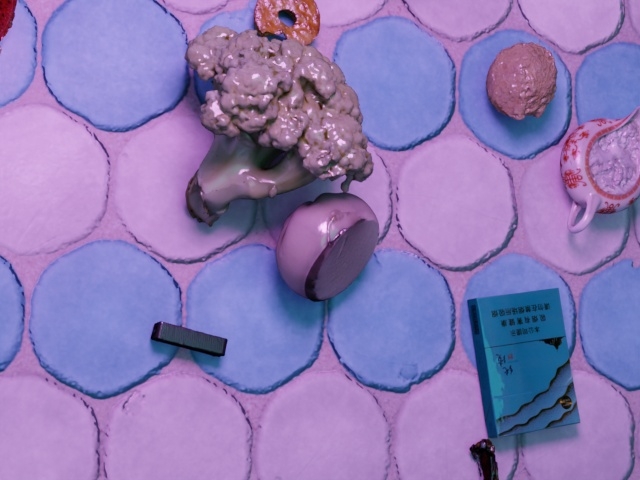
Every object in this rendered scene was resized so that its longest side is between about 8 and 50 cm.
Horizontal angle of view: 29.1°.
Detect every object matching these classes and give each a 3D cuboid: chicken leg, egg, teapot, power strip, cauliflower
[{"bbox_3d":[0.304,0.435,1.959,0.106,0.051,0.253,-35,95,-29],"label":"chicken leg"},{"bbox_3d":[0.333,-0.263,2.037,0.118,0.116,0.140,35,68,16],"label":"egg"},{"bbox_3d":[0.472,-0.114,2.076,0.159,0.116,0.246,32,69,-28],"label":"teapot"},{"bbox_3d":[-0.192,0.144,1.806,0.111,0.038,0.029,17,75,-20],"label":"power strip"},{"bbox_3d":[-0.076,-0.168,1.779,0.327,0.260,0.281,31,66,14],"label":"cauliflower"}]

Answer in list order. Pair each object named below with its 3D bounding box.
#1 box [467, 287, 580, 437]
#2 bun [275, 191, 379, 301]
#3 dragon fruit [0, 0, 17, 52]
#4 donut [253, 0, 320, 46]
[{"bbox_3d":[0.332,0.198,2.008,0.160,0.042,0.226,-5,84,-22],"label":"box"},{"bbox_3d":[0.000,0.000,1.850,0.120,0.173,0.173,38,66,25],"label":"bun"},{"bbox_3d":[-0.508,-0.297,1.726,0.162,0.083,0.106,-22,110,-41],"label":"dragon fruit"},{"bbox_3d":[-0.054,-0.349,1.931,0.108,0.043,0.097,26,74,-16],"label":"donut"}]
